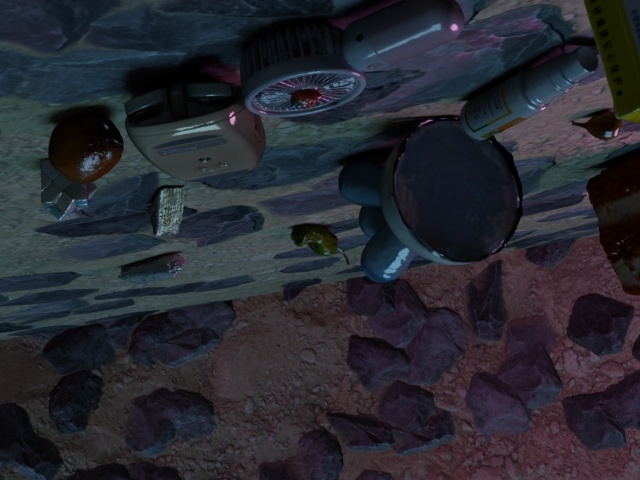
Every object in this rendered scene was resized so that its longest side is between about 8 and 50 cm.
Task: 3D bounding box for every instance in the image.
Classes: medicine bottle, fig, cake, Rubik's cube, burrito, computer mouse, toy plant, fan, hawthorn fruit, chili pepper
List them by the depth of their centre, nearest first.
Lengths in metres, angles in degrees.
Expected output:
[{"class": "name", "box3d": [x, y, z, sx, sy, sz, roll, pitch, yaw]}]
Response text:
[{"class": "fan", "box3d": [0.028, -0.188, 0.826, 0.244, 0.074, 0.130, -16, 169, 30]}, {"class": "computer mouse", "box3d": [-0.142, -0.132, 0.960, 0.145, 0.082, 0.236, -10, 169, 6]}, {"class": "hawthorn fruit", "box3d": [-0.272, -0.112, 0.961, 0.093, 0.081, 0.081, -17, 169, 32]}, {"class": "medicine bottle", "box3d": [0.287, -0.204, 1.093, 0.092, 0.061, 0.220, -33, -176, -31]}, {"class": "Rubik's cube", "box3d": [-0.348, -0.071, 1.128, 0.073, 0.084, 0.075, -4, -174, -12]}, {"class": "toy plant", "box3d": [0.152, -0.054, 1.361, 0.247, 0.247, 0.332, -6, 173, -22]}, {"class": "fig", "box3d": [0.470, -0.196, 1.384, 0.083, 0.050, 0.050, 7, 179, 24]}, {"class": "cake", "box3d": [-0.261, -0.056, 1.404, 0.052, 0.065, 0.121, -9, 164, -26]}, {"class": "cake", "box3d": [0.795, -0.043, 1.798, 0.269, 0.319, 0.270, -7, 170, -28]}, {"class": "chili pepper", "box3d": [-0.002, 0.002, 1.999, 0.072, 0.073, 0.204, 5, 169, 34]}, {"class": "burrito", "box3d": [-0.420, 0.075, 2.035, 0.203, 0.064, 0.064, -14, 170, 32]}]

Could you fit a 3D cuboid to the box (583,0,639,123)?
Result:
[{"class": "box", "box3d": [0.390, -0.203, 0.851, 0.265, 0.168, 0.097, 1, 163, -45]}]
